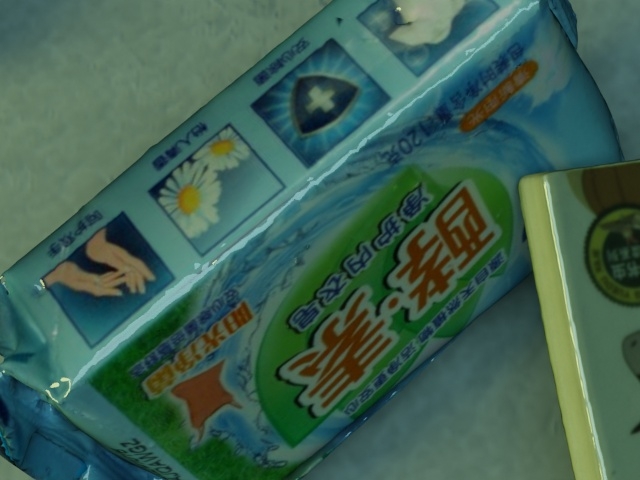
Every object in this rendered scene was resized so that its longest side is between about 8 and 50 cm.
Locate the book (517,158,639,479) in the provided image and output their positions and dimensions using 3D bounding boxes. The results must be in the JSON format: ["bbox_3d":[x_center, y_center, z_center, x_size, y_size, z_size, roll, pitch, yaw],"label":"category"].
[{"bbox_3d":[0.191,0.091,0.769,0.202,0.027,0.264,-8,86,-29],"label":"book"}]

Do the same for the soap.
[{"bbox_3d":[0.000,0.000,0.761,0.293,0.156,0.077,-41,53,0],"label":"soap"}]
